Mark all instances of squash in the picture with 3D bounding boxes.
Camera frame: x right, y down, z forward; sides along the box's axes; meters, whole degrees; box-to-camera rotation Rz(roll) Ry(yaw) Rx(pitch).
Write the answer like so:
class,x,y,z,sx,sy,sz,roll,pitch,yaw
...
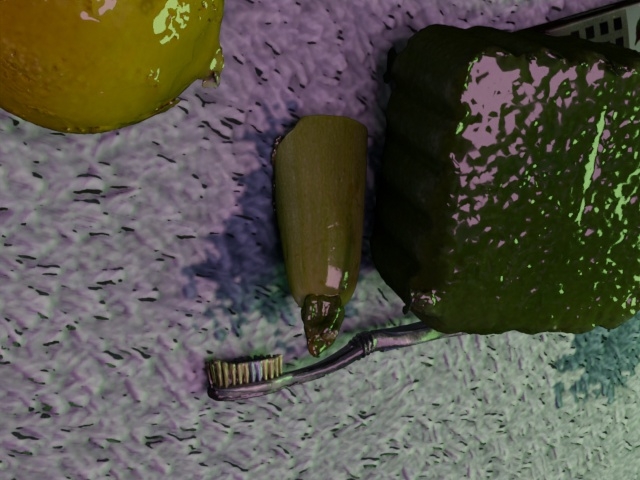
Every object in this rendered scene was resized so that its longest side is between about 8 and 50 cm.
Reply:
class,x,y,z,sx,sy,sz,roll,pitch,yaw
squash,-0.002,-0.001,0.641,0.090,0.075,0.200,18,72,-52

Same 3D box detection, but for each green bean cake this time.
class,x,y,z,sx,sy,sz,roll,pitch,yaw
green bean cake,0.179,-0.053,0.664,0.247,0.156,0.250,0,113,-16

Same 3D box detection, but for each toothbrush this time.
class,x,y,z,sx,sy,sz,roll,pitch,yaw
toothbrush,0.089,0.093,0.726,0.413,0.035,0.042,-9,106,-23

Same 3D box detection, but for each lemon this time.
class,x,y,z,sx,sy,sz,roll,pitch,yaw
lemon,-0.151,-0.155,0.441,0.206,0.173,0.173,34,86,-39

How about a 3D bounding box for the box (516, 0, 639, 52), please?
class,x,y,z,sx,sy,sz,roll,pitch,yaw
box,0.300,-0.084,0.818,0.180,0.047,0.325,-21,116,-26
